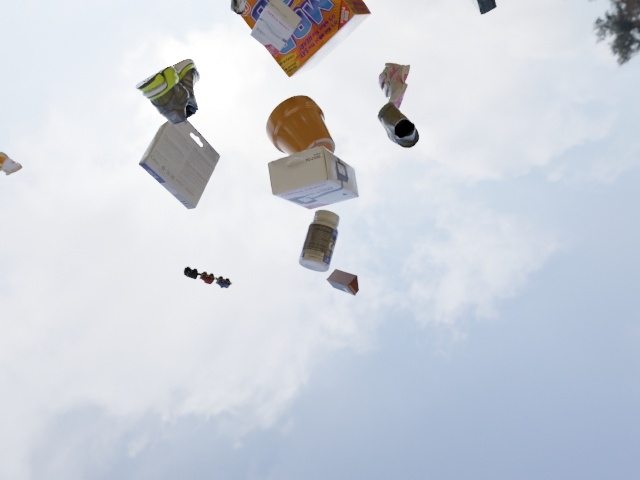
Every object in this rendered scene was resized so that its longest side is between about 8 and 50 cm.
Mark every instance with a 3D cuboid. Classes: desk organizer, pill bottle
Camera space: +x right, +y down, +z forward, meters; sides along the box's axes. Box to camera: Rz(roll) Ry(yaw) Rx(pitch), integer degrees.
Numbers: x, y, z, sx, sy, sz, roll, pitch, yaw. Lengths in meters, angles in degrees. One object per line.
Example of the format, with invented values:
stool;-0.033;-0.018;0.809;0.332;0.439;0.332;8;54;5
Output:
desk organizer;0.078;0.133;1.537;0.050;0.047;0.130;-48;-152;-17
pill bottle;0.000;0.000;1.146;0.078;0.078;0.137;16;-109;0

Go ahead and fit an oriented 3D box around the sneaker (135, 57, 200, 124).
sneaker;-0.348;-0.357;1.154;0.110;0.121;0.300;-21;-155;13

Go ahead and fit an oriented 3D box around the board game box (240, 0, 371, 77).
board game box;-0.063;-0.948;1.952;0.356;0.356;0.357;50;-151;-9

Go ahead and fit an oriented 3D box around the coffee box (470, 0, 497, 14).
coffee box;0.343;-0.606;1.083;0.040;0.113;0.184;-23;-138;18

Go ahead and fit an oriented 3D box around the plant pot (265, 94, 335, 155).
plant pot;-0.051;-0.342;1.580;0.205;0.205;0.188;-16;-125;-29

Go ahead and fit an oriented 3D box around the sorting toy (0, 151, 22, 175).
sorting toy;-0.828;-0.212;1.228;0.075;0.083;0.045;42;-103;-1

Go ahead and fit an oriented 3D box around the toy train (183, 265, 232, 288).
toy train;-0.347;0.117;1.474;0.158;0.027;0.036;20;-144;-24

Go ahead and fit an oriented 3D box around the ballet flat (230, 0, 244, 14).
ballet flat;-0.193;-0.586;1.126;0.041;0.114;0.041;3;-121;-6

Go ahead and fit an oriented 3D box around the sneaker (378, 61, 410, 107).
sneaker;0.270;-0.589;1.816;0.111;0.103;0.253;15;-129;-1

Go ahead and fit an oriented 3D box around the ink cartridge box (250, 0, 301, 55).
ink cartridge box;-0.143;-0.680;1.514;0.109;0.150;0.063;36;-118;-16

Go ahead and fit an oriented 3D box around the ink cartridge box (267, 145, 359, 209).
ink cartridge box;-0.015;-0.169;1.346;0.171;0.237;0.100;-13;-102;23

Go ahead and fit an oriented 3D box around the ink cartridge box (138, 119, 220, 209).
ink cartridge box;-0.429;-0.250;1.480;0.045;0.223;0.224;-5;-128;33

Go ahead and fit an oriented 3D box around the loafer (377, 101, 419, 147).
loafer;0.268;-0.361;1.575;0.251;0.094;0.087;21;-151;-56
